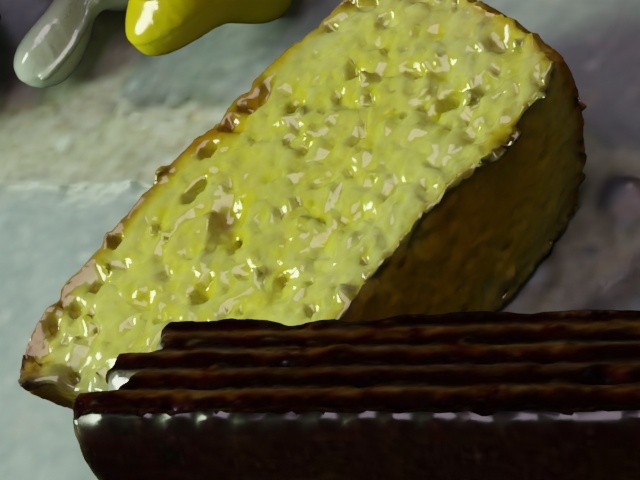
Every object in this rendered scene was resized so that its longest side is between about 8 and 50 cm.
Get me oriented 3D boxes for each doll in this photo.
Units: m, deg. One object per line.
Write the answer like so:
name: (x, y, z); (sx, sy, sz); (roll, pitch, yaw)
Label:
doll: (-0.050, -0.116, 0.727); (0.113, 0.071, 0.135); (-13, 43, 40)

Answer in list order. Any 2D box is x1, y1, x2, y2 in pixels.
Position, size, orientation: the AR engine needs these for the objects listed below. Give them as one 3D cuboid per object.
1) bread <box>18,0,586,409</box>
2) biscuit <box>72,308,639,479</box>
bread: (0.000, 0.000, 0.610); (0.103, 0.065, 0.187); (31, 71, 36)
biscuit: (0.055, 0.076, 0.487); (0.252, 0.106, 0.070); (-3, 16, 23)
